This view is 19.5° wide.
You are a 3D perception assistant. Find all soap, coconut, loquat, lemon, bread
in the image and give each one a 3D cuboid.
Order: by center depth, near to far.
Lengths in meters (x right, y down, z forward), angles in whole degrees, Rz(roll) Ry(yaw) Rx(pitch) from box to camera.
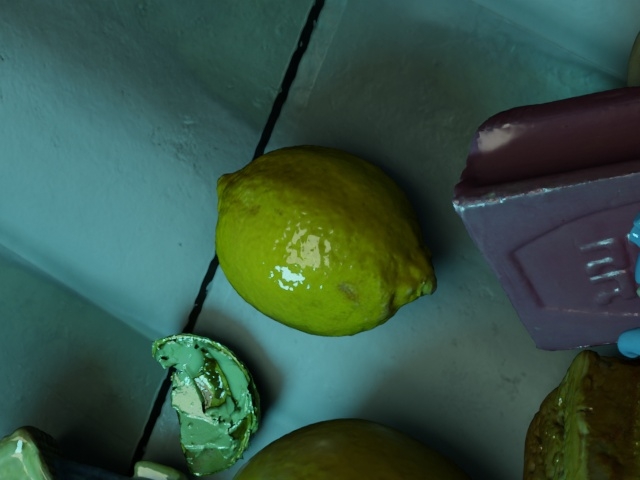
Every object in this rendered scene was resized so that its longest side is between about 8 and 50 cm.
[{"bbox_3d":[0.326,-0.033,1.684,0.359,0.128,0.233,-10,134,27],"label":"soap"},{"bbox_3d":[0.259,0.286,1.702,0.109,0.380,0.185,17,139,-13],"label":"bread"},{"bbox_3d":[0.018,0.342,1.827,0.328,0.359,0.328,12,107,42],"label":"loquat"},{"bbox_3d":[0.000,0.000,1.872,0.256,0.188,0.188,27,108,21],"label":"lemon"},{"bbox_3d":[-0.116,0.175,2.027,0.133,0.055,0.158,0,99,25],"label":"coconut"}]

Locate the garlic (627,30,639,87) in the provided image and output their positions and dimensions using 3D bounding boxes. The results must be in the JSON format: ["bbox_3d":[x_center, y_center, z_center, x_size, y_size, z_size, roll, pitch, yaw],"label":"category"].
[{"bbox_3d":[0.352,-0.130,1.742,0.128,0.090,0.198,-3,94,9],"label":"garlic"}]

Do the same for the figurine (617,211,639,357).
[{"bbox_3d":[0.353,0.064,1.597,0.262,0.154,0.180,41,146,-6],"label":"figurine"}]

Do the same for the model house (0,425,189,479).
[{"bbox_3d":[-0.279,0.359,2.064,0.321,0.261,0.266,15,79,6],"label":"model house"}]
